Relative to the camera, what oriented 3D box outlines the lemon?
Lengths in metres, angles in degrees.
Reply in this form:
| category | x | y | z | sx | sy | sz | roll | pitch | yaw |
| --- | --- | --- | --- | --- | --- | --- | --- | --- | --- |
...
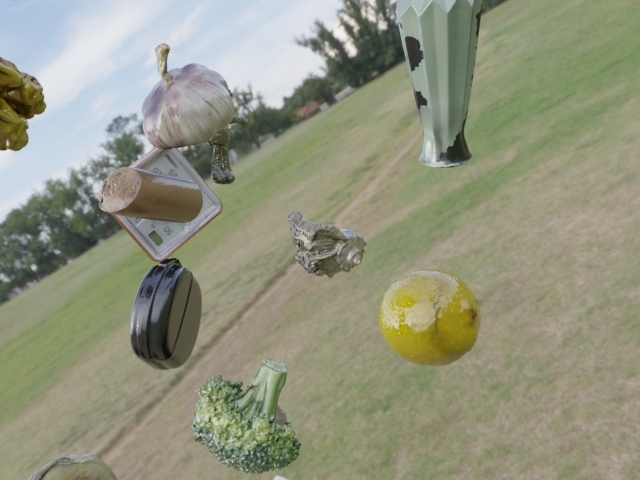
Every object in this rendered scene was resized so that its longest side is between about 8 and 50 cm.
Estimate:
| category | x | y | z | sx | sy | sz | roll | pitch | yaw |
| --- | --- | --- | --- | --- | --- | --- | --- | --- | --- |
| lemon | 0.297 | 0.211 | 1.627 | 0.293 | 0.293 | 0.293 | -32 | 10 | 6 |

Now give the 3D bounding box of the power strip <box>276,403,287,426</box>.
| category | x | y | z | sx | sy | sz | roll | pitch | yaw |
| --- | --- | --- | --- | --- | --- | --- | --- | --- | --- |
| power strip | -0.169 | 0.509 | 1.642 | 0.154 | 0.078 | 0.154 | -32 | -26 | -18 |

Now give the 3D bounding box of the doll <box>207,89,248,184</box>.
| category | x | y | z | sx | sy | sz | roll | pitch | yaw |
| --- | --- | --- | --- | --- | --- | --- | --- | --- | --- |
| doll | -0.313 | -0.320 | 1.752 | 0.091 | 0.203 | 0.285 | 1 | 73 | 63 |

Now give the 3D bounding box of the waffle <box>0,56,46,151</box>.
| category | x | y | z | sx | sy | sz | roll | pitch | yaw |
| --- | --- | --- | --- | --- | --- | --- | --- | --- | --- |
| waffle | -0.690 | -0.287 | 1.089 | 0.261 | 0.151 | 0.324 | -4 | -18 | 26 |

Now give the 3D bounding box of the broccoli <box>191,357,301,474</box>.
| category | x | y | z | sx | sy | sz | roll | pitch | yaw |
| --- | --- | --- | --- | --- | --- | --- | --- | --- | --- |
| broccoli | -0.175 | 0.412 | 1.366 | 0.235 | 0.288 | 0.259 | -37 | -35 | -54 |

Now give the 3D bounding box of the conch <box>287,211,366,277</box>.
| category | x | y | z | sx | sy | sz | roll | pitch | yaw |
| --- | --- | --- | --- | --- | --- | --- | --- | --- | --- |
| conch | 0.000 | 0.000 | 1.472 | 0.163 | 0.178 | 0.245 | -37 | 47 | -22 |

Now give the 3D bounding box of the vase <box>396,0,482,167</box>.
| category | x | y | z | sx | sy | sz | roll | pitch | yaw |
| --- | --- | --- | --- | --- | --- | --- | --- | --- | --- |
| vase | 0.246 | -0.334 | 1.202 | 0.165 | 0.360 | 0.165 | -7 | 28 | 4 |

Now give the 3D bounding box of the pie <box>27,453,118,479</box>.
| category | x | y | z | sx | sy | sz | roll | pitch | yaw |
| --- | --- | --- | --- | --- | --- | --- | --- | --- | --- |
| pie | -0.633 | 0.685 | 1.483 | 0.075 | 0.337 | 0.337 | -1 | 27 | 33 |

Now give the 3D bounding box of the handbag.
| category | x | y | z | sx | sy | sz | roll | pitch | yaw |
| --- | --- | --- | --- | --- | --- | --- | --- | --- | --- |
| handbag | -0.363 | 0.181 | 1.435 | 0.308 | 0.093 | 0.253 | 86 | -166 | -67 |

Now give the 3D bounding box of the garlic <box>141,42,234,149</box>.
| category | x | y | z | sx | sy | sz | roll | pitch | yaw |
| --- | --- | --- | --- | --- | --- | --- | --- | --- | --- |
| garlic | -0.349 | -0.368 | 1.460 | 0.245 | 0.253 | 0.245 | -9 | 49 | 11 |

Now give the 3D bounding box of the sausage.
| category | x | y | z | sx | sy | sz | roll | pitch | yaw |
| --- | --- | --- | --- | --- | --- | --- | --- | --- | --- |
| sausage | -0.416 | -0.110 | 1.469 | 0.123 | 0.123 | 0.253 | -29 | -14 | 23 |

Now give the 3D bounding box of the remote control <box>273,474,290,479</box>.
| category | x | y | z | sx | sy | sz | roll | pitch | yaw |
| --- | --- | --- | --- | --- | --- | --- | --- | --- | --- |
| remote control | 0.019 | 0.508 | 1.019 | 0.277 | 0.055 | 0.103 | 13 | 44 | 27 |

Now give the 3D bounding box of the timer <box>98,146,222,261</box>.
| category | x | y | z | sx | sy | sz | roll | pitch | yaw |
| --- | --- | --- | --- | --- | --- | --- | --- | --- | --- |
| timer | -0.461 | -0.102 | 1.681 | 0.161 | 0.257 | 0.250 | -18 | 25 | 52 |
